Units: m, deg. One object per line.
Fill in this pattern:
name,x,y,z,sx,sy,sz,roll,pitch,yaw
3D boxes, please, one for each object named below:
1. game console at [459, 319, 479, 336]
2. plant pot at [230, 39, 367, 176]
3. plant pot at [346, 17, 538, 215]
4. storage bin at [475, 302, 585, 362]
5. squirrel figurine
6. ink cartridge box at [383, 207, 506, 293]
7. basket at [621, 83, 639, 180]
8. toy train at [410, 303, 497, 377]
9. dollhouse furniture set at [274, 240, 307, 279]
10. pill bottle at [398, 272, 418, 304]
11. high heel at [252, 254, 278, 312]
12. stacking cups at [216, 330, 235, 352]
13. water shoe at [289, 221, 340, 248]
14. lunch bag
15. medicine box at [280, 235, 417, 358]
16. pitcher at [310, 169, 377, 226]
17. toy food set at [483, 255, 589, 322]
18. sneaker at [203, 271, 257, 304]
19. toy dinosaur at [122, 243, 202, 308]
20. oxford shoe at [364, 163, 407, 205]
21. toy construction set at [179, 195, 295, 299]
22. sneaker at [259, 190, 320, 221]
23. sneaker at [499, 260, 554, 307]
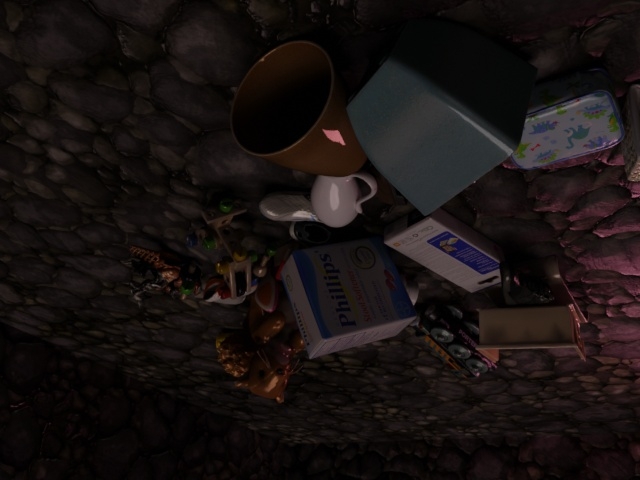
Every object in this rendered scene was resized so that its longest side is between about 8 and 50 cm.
game console,0.488,0.330,2.038,0.122,0.107,0.071,-22,179,41
plant pot,-0.012,-0.228,1.164,0.237,0.237,0.254,-11,156,30
plant pot,0.198,-0.249,1.047,0.252,0.247,0.247,35,143,-12
storage bin,0.612,0.278,1.673,0.262,0.123,0.260,-8,156,27
squirrel figurine,-0.180,0.375,2.000,0.281,0.370,0.397,27,144,-27
ink cartridge box,0.369,0.030,1.601,0.371,0.069,0.176,30,141,-26
basket,0.631,-0.198,1.076,0.113,0.167,0.103,3,152,10
toy train,0.451,0.346,1.972,0.334,0.142,0.190,41,146,-15
dollhouse furniture set,-0.047,0.095,1.762,0.151,0.144,0.123,16,156,-38
pill bottle,0.200,0.147,1.787,0.194,0.108,0.108,13,148,-6
high heel,-0.149,0.152,1.779,0.082,0.244,0.117,-38,128,7
stacking cups,-0.267,0.407,2.359,0.316,0.096,0.096,-8,145,17
water shoe,0.000,0.000,1.597,0.080,0.073,0.203,11,172,44
lunch bag,0.467,-0.232,1.133,0.219,0.090,0.176,-15,140,34
medicine box,0.071,0.150,1.588,0.289,0.263,0.149,-10,155,-26
pitcher,0.057,-0.114,1.371,0.178,0.125,0.207,34,151,25
toy food set,0.652,0.165,1.739,0.220,0.092,0.306,-15,132,35
sneaker,-0.284,0.166,1.974,0.121,0.099,0.262,26,153,-38
toy dinosaur,-0.523,0.097,1.905,0.218,0.164,0.322,-18,123,14
oxford shoe,0.139,-0.154,1.352,0.096,0.082,0.227,1,146,21
toy construction set,-0.221,0.008,1.595,0.309,0.257,0.237,6,137,-22
sneaker,-0.042,-0.088,1.519,0.237,0.085,0.086,5,-177,-5
sneaker,0.556,0.114,1.561,0.130,0.087,0.227,-10,146,22
